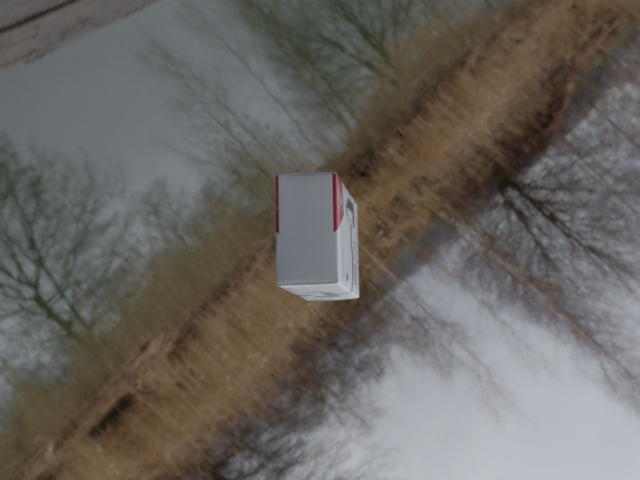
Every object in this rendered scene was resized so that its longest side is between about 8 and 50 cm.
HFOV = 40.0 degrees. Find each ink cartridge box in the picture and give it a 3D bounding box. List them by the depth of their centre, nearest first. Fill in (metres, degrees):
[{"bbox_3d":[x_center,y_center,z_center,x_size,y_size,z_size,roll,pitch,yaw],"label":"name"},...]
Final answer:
[{"bbox_3d":[0.000,0.000,0.802,0.056,0.099,0.135,-3,171,10],"label":"ink cartridge box"}]
